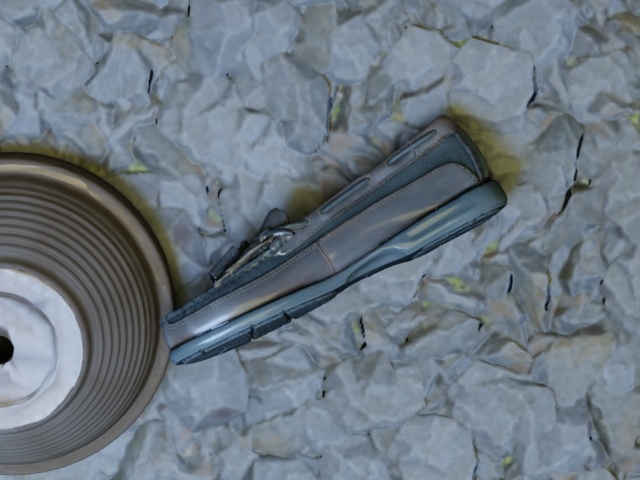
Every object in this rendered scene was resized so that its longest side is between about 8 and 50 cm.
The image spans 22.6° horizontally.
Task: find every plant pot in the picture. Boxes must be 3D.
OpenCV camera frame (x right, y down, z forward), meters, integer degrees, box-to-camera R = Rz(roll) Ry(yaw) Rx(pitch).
[{"bbox_3d":[-0.219,0.063,1.122,0.237,0.110,0.237,-1,103,-5],"label":"plant pot"}]

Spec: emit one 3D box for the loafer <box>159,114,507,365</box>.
[{"bbox_3d":[0.000,0.000,1.149,0.267,0.096,0.084,-26,83,-6],"label":"loafer"}]
